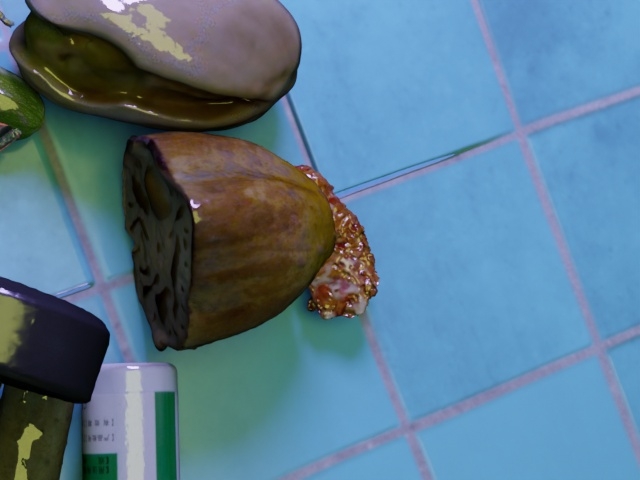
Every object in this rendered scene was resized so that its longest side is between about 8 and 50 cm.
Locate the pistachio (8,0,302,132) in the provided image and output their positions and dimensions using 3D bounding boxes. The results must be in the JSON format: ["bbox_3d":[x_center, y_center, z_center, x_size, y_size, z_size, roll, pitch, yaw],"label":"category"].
[{"bbox_3d":[-0.149,-0.196,1.374,0.288,0.166,0.197,13,38,-25],"label":"pistachio"}]

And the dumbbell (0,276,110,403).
[{"bbox_3d":[-0.315,0.192,1.186,0.204,0.204,0.322,20,79,-16],"label":"dumbbell"}]

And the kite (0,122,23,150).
[{"bbox_3d":[-0.403,-0.094,1.318,0.241,0.014,0.183,15,99,-8],"label":"kite"}]

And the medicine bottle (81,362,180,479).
[{"bbox_3d":[-0.176,0.245,1.341,0.095,0.095,0.260,0,81,-20],"label":"medicine bottle"}]

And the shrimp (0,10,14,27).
[{"bbox_3d":[-0.330,-0.234,1.344,0.075,0.073,0.190,30,38,-43],"label":"shrimp"}]

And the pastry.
[{"bbox_3d":[0.002,-0.001,1.457,0.087,0.063,0.169,-26,95,8],"label":"pastry"}]

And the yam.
[{"bbox_3d":[-0.283,0.273,1.307,0.083,0.083,0.371,14,75,-17],"label":"yam"}]

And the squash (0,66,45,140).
[{"bbox_3d":[-0.364,-0.164,1.345,0.229,0.066,0.066,31,74,-13],"label":"squash"}]

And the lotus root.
[{"bbox_3d":[-0.087,-0.012,1.370,0.180,0.199,0.188,-12,131,-26],"label":"lotus root"}]
